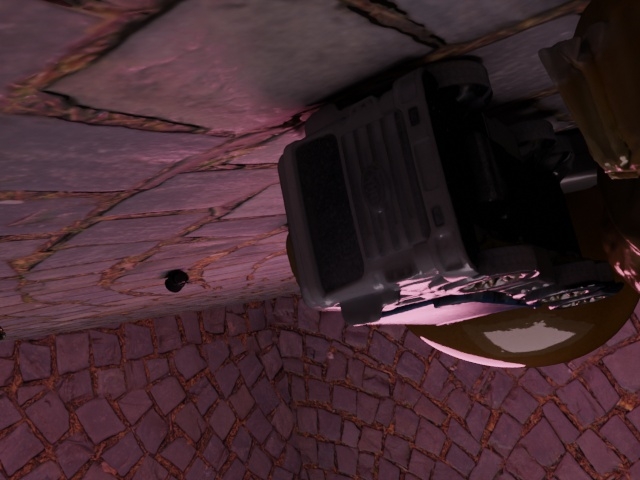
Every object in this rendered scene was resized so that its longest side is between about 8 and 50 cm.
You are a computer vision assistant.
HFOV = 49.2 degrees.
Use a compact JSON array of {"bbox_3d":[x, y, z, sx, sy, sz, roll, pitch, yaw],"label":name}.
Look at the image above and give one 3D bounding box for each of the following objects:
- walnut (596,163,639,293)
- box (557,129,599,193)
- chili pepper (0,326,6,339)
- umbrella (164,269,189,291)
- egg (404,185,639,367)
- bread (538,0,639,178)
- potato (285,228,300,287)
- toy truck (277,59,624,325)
[{"bbox_3d":[0.367,-0.035,0.602,0.257,0.257,0.224,-11,141,-10],"label":"walnut"},{"bbox_3d":[0.178,-0.062,0.756,0.244,0.055,0.103,-13,173,5],"label":"box"},{"bbox_3d":[-0.419,0.049,0.549,0.085,0.076,0.359,7,-179,32],"label":"chili pepper"},{"bbox_3d":[-0.267,0.076,1.285,0.036,0.031,0.133,-12,173,-19],"label":"umbrella"},{"bbox_3d":[0.242,0.037,0.888,0.323,0.250,0.250,-6,174,-3],"label":"egg"},{"bbox_3d":[0.236,-0.092,0.355,0.241,0.106,0.136,-7,175,-39],"label":"bread"},{"bbox_3d":[0.000,0.000,0.984,0.101,0.089,0.172,-30,148,-19],"label":"potato"},{"bbox_3d":[0.116,-0.007,0.552,0.175,0.146,0.367,-20,162,29],"label":"toy truck"}]
